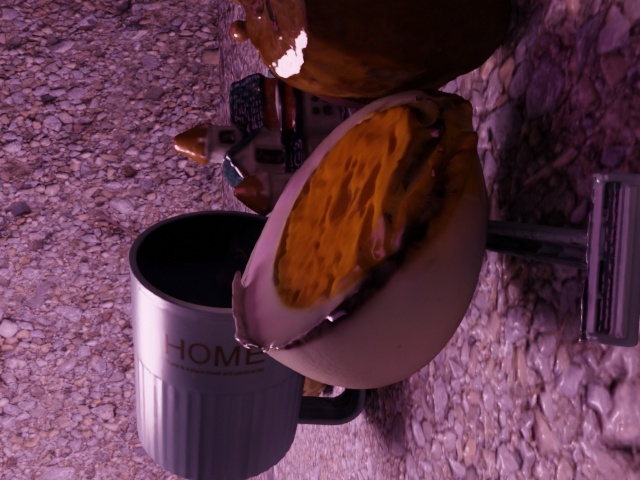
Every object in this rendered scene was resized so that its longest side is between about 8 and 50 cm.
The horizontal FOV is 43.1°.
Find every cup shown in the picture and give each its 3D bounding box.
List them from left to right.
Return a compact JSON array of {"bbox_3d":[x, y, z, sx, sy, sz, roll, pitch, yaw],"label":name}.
[{"bbox_3d":[-0.112,0.146,1.172,0.257,0.331,0.311,41,133,44],"label":"cup"}]

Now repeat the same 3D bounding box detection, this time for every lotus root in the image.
[{"bbox_3d":[0.008,-0.276,0.787,0.316,0.250,0.316,14,109,45],"label":"lotus root"}]

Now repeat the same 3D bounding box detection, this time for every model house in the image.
[{"bbox_3d":[-0.065,-0.149,1.183,0.190,0.300,0.272,123,145,-78],"label":"model house"}]

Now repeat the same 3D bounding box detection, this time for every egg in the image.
[{"bbox_3d":[0.064,0.008,0.754,0.286,0.174,0.264,-59,27,-1],"label":"egg"}]

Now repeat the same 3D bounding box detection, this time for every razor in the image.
[{"bbox_3d":[0.186,0.004,0.646,0.278,0.056,0.111,-147,59,-82],"label":"razor"}]

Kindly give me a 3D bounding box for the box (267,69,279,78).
[{"bbox_3d":[-0.054,-0.191,1.541,0.153,0.092,0.245,-121,33,-65],"label":"box"}]

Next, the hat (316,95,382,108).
[{"bbox_3d":[0.031,-0.249,0.985,0.089,0.205,0.205,-50,38,43],"label":"hat"}]

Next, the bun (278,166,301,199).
[{"bbox_3d":[0.036,-0.028,1.010,0.120,0.172,0.173,-10,80,56],"label":"bun"}]

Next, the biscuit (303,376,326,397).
[{"bbox_3d":[-0.022,0.232,1.465,0.183,0.061,0.118,-157,66,-78],"label":"biscuit"}]

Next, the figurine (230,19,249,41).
[{"bbox_3d":[-0.091,-0.425,1.383,0.194,0.274,0.133,-50,13,31],"label":"figurine"}]
